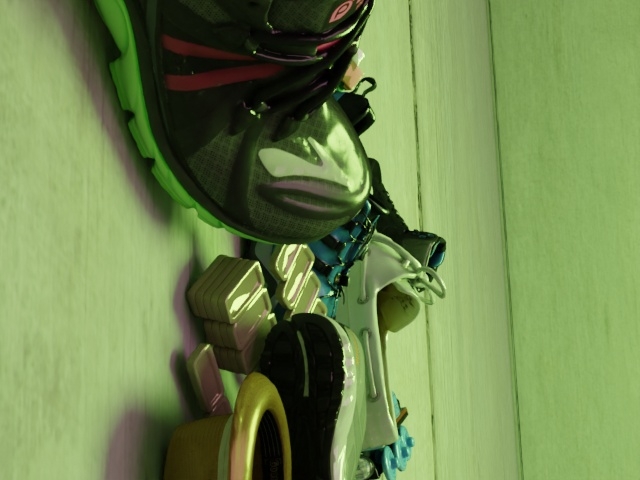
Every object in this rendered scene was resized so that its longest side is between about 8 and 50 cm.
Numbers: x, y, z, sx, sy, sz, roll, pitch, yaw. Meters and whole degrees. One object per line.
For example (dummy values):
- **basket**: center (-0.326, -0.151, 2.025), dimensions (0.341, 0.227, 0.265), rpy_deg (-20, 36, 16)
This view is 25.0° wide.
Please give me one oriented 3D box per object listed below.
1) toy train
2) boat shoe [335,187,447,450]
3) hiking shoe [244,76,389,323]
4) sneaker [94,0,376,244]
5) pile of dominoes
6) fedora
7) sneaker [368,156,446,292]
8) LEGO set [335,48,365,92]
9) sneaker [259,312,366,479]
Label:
- **toy train**: center (0.056, 0.216, 1.640), dimensions (0.184, 0.080, 0.105), rpy_deg (-24, 102, -75)
- **boat shoe**: center (0.062, 0.058, 1.559), dimensions (0.136, 0.156, 0.367), rpy_deg (68, 22, -49)
- **hiking shoe**: center (0.000, 0.000, 1.383), dimensions (0.113, 0.132, 0.304), rpy_deg (-17, 102, -76)
- **sneaker**: center (-0.045, -0.162, 1.080), dimensions (0.185, 0.202, 0.483), rpy_deg (-66, 149, -32)
- **pile of dominoes**: center (-0.054, 0.121, 1.283), dimensions (0.196, 0.040, 0.251), rpy_deg (-52, 141, -41)
- **fedora**: center (-0.075, 0.197, 1.122), dimensions (0.194, 0.079, 0.194), rpy_deg (0, 90, -79)
- **sneaker**: center (0.098, -0.013, 1.801), dimensions (0.079, 0.121, 0.217), rpy_deg (65, 23, -54)
- **LEGO set**: center (-0.045, -0.233, 1.345), dimensions (0.287, 0.132, 0.107), rpy_deg (79, 22, -44)
- **sneaker**: center (-0.005, 0.199, 1.255), dimensions (0.108, 0.100, 0.271), rpy_deg (11, 89, -67)
